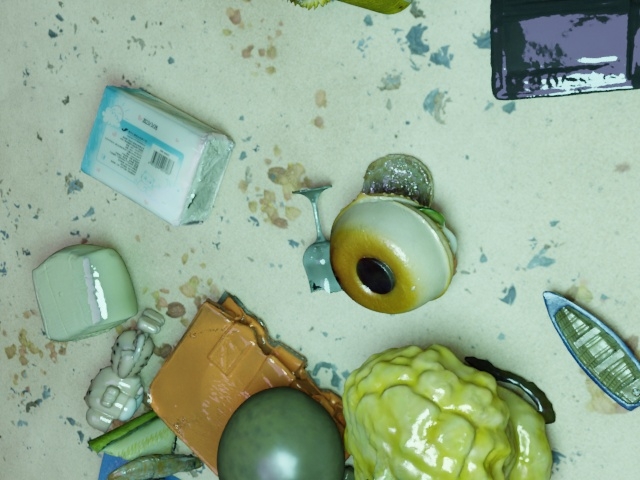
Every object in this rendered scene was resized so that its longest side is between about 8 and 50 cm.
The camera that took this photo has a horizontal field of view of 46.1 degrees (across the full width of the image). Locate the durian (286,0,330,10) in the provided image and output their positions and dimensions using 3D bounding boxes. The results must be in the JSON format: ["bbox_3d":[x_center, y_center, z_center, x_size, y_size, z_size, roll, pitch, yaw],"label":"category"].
[{"bbox_3d":[0.028,-0.477,1.280,0.224,0.078,0.140,-38,38,13],"label":"durian"}]

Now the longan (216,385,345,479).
[{"bbox_3d":[-0.074,0.374,1.299,0.248,0.248,0.248,5,101,27],"label":"longan"}]

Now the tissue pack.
[{"bbox_3d":[-0.325,-0.170,1.494,0.271,0.124,0.201,30,112,21],"label":"tissue pack"}]

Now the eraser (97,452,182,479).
[{"bbox_3d":[-0.370,0.585,1.700,0.311,0.042,0.144,23,108,22],"label":"eraser"}]

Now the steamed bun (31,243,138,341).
[{"bbox_3d":[-0.499,0.107,1.617,0.250,0.154,0.200,-16,88,35],"label":"steamed bun"}]

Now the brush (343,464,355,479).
[{"bbox_3d":[-0.003,0.576,1.462,0.084,0.071,0.301,37,99,13],"label":"brush"}]

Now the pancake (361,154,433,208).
[{"bbox_3d":[0.135,-0.085,1.327,0.139,0.022,0.140,5,101,26],"label":"pancake"}]

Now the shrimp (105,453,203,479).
[{"bbox_3d":[-0.349,0.487,1.574,0.126,0.223,0.047,-49,53,31],"label":"shrimp"}]

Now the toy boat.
[{"bbox_3d":[0.438,0.166,1.203,0.229,0.046,0.080,50,118,12],"label":"toy boat"}]

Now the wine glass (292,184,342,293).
[{"bbox_3d":[0.000,0.000,1.382,0.079,0.079,0.196,-8,94,28],"label":"wine glass"}]

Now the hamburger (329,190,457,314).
[{"bbox_3d":[0.117,0.026,1.280,0.236,0.147,0.237,20,132,24],"label":"hamburger"}]

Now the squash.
[{"bbox_3d":[-0.414,0.445,1.578,0.093,0.252,0.170,20,108,25],"label":"squash"}]

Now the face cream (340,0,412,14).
[{"bbox_3d":[0.042,-0.410,1.131,0.105,0.348,0.105,5,102,26],"label":"face cream"}]

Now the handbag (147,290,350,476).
[{"bbox_3d":[-0.133,0.335,1.496,0.410,0.116,0.303,42,112,14],"label":"handbag"}]

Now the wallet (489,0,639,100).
[{"bbox_3d":[0.380,-0.380,1.137,0.247,0.041,0.323,2,97,27],"label":"wallet"}]

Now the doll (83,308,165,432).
[{"bbox_3d":[-0.417,0.281,1.613,0.119,0.154,0.278,27,111,-7],"label":"doll"}]

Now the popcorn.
[{"bbox_3d":[0.210,0.319,1.219,0.349,0.381,0.349,163,90,-71],"label":"popcorn"}]
